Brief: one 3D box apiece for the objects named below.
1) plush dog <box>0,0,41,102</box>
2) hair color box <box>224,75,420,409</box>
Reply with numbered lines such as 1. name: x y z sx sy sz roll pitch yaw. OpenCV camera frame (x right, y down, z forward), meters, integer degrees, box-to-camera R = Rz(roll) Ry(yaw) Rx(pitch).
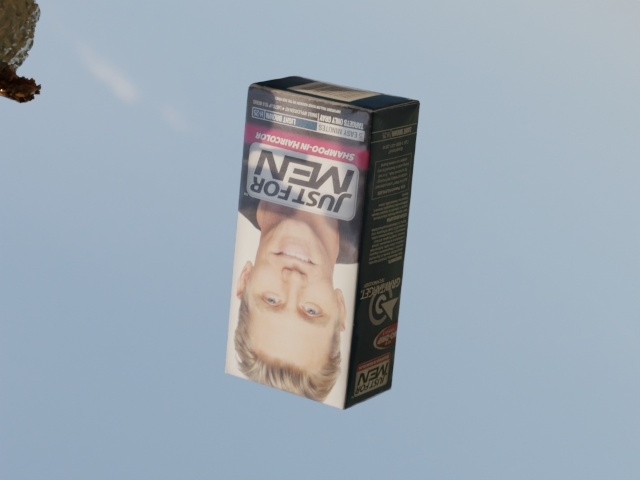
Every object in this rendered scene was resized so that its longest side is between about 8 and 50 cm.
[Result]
1. plush dog: -0.374 -0.287 2.087 0.211 0.225 0.262 20 177 22
2. hair color box: 0.000 0.000 2.106 0.174 0.347 0.105 14 -162 31
